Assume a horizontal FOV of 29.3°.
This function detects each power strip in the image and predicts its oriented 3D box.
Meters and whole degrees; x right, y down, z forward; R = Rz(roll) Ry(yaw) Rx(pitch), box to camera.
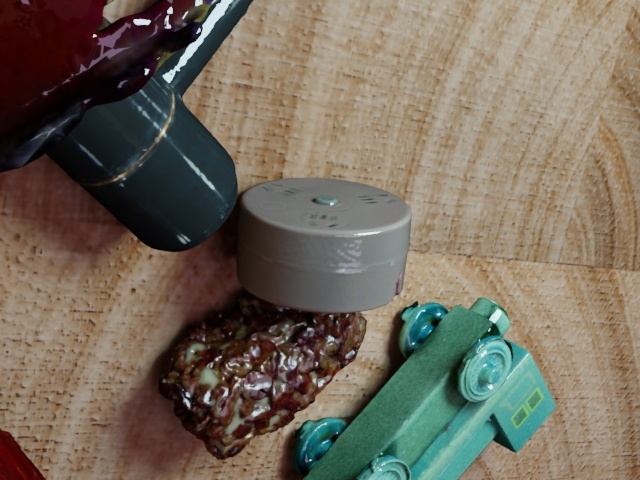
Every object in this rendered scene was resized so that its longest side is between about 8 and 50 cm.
[{"bbox_3d":[0.000,0.000,1.063,0.154,0.154,0.078,-10,116,-35],"label":"power strip"}]

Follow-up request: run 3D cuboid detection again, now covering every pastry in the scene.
[{"bbox_3d":[-0.045,0.105,1.106,0.208,0.097,0.115,-30,133,-27],"label":"pastry"}]

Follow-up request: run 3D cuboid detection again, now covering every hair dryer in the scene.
[{"bbox_3d":[-0.077,-0.174,0.977,0.352,0.107,0.189,-55,133,-15],"label":"hair dryer"}]

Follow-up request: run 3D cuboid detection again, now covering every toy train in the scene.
[{"bbox_3d":[0.104,0.202,1.244,0.298,0.120,0.194,-46,133,-15],"label":"toy train"}]

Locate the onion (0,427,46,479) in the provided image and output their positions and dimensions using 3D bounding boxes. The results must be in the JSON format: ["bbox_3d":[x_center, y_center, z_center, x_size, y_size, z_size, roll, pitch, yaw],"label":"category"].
[{"bbox_3d":[-0.308,0.247,0.859,0.276,0.276,0.276,-15,115,-33],"label":"onion"}]

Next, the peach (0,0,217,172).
[{"bbox_3d":[-0.222,-0.190,0.708,0.353,0.339,0.417,10,104,-10],"label":"peach"}]
